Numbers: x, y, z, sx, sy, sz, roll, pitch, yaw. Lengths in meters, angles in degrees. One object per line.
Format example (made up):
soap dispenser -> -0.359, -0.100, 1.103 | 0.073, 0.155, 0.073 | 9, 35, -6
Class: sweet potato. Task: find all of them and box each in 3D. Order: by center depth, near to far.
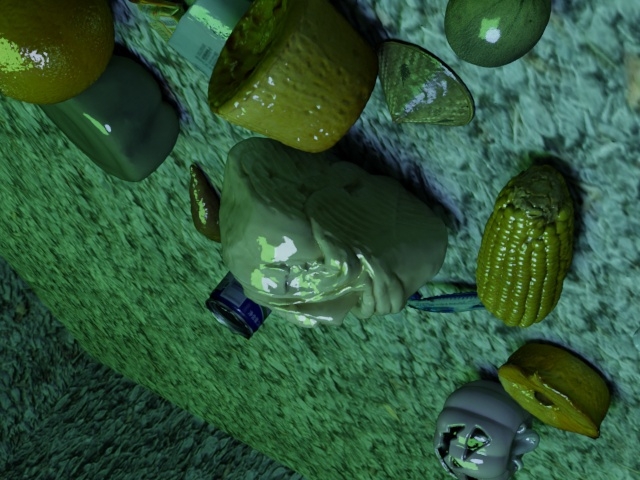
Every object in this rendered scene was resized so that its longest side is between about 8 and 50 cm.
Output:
sweet potato -> -0.203, -0.052, 2.415 | 0.068, 0.068, 0.226 | 25, 156, 32

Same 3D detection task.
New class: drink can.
drink can -> -0.076, 0.037, 2.136 | 0.097, 0.235, 0.097 | 32, 160, 13

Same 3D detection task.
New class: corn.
corn -> 0.256, 0.012, 1.701 | 0.119, 0.119, 0.321 | 30, 155, 19

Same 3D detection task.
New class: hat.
hat -> 0.106, -0.164, 1.621 | 0.146, 0.067, 0.146 | 32, 160, 13

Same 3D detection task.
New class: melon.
melon -> 0.173, -0.221, 1.328 | 0.098, 0.098, 0.131 | 40, 155, -9

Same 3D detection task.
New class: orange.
orange -> -0.415, -0.308, 1.973 | 0.236, 0.236, 0.236 | 32, 160, 13

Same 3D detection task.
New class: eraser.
eraser -> -0.080, -0.229, 1.776 | 0.227, 0.081, 0.174 | 40, 157, -7

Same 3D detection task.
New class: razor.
razor -> 0.201, 0.089, 2.054 | 0.093, 0.056, 0.324 | 49, 157, -27

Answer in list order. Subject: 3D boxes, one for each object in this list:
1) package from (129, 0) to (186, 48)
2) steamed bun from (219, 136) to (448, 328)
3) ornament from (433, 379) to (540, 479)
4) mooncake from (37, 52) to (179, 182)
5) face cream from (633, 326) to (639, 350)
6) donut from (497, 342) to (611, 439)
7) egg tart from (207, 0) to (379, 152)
package -> -0.201, -0.298, 1.902 | 0.108, 0.031, 0.120 | 18, 158, 44
steamed bun -> 0.001, 0.002, 1.886 | 0.203, 0.289, 0.276 | -63, 39, 37
ornament -> 0.280, 0.326, 2.279 | 0.177, 0.177, 0.177 | 32, 160, 13
mooncake -> -0.351, -0.217, 2.196 | 0.275, 0.135, 0.275 | 36, 162, 13
face cream -> 0.437, 0.099, 1.599 | 0.101, 0.101, 0.251 | 38, 161, -2
donut -> 0.359, 0.222, 2.058 | 0.174, 0.074, 0.190 | 38, 165, -6
egg tart -> -0.024, -0.203, 1.608 | 0.147, 0.202, 0.203 | 29, 165, -22
